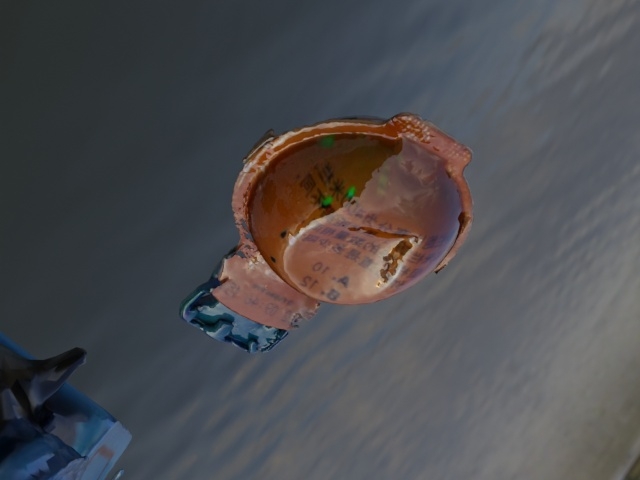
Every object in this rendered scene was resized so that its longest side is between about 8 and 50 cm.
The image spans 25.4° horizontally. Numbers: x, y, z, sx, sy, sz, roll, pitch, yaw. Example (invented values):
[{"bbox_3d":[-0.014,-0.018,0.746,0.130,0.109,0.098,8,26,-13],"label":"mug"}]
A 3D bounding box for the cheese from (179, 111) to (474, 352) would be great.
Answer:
[{"bbox_3d":[0.000,0.000,1.240,0.329,0.217,0.129,-44,-150,38],"label":"cheese"}]

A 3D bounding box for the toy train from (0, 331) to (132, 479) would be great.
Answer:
[{"bbox_3d":[-0.235,0.156,0.696,0.300,0.188,0.265,-52,173,-11],"label":"toy train"}]
